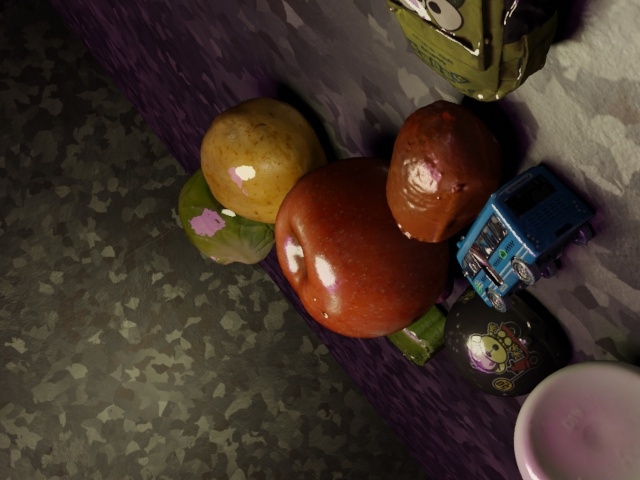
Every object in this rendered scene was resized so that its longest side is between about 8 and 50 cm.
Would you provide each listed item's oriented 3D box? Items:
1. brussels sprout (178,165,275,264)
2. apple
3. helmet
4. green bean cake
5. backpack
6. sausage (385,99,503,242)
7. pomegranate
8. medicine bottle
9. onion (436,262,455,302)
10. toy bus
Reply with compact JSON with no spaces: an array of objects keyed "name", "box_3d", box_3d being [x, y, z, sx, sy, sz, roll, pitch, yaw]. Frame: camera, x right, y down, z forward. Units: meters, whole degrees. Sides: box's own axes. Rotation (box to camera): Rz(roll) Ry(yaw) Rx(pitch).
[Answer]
[{"name":"brussels sprout","box_3d":[-0.273,-0.095,2.229,0.344,0.344,0.268,57,-157,-23]},{"name":"apple","box_3d":[0.073,0.011,1.317,0.348,0.276,0.349,166,90,-68]},{"name":"helmet","box_3d":[0.320,0.199,1.349,0.230,0.160,0.279,49,165,1]},{"name":"green bean cake","box_3d":[0.222,0.199,1.753,0.200,0.113,0.214,47,166,16]},{"name":"backpack","box_3d":[0.157,-0.263,0.742,0.207,0.140,0.253,43,170,30]},{"name":"sausage","box_3d":[0.178,-0.096,1.052,0.141,0.153,0.268,57,167,19]},{"name":"pomegranate","box_3d":[-0.120,-0.171,1.599,0.307,0.307,0.307,47,166,16]},{"name":"medicine bottle","box_3d":[0.462,0.361,1.112,0.256,0.256,0.325,36,169,47]},{"name":"onion","box_3d":[0.223,0.073,1.456,0.115,0.104,0.115,-12,-90,-79]},{"name":"toy bus","box_3d":[0.286,0.003,1.044,0.134,0.113,0.246,52,165,15]}]
